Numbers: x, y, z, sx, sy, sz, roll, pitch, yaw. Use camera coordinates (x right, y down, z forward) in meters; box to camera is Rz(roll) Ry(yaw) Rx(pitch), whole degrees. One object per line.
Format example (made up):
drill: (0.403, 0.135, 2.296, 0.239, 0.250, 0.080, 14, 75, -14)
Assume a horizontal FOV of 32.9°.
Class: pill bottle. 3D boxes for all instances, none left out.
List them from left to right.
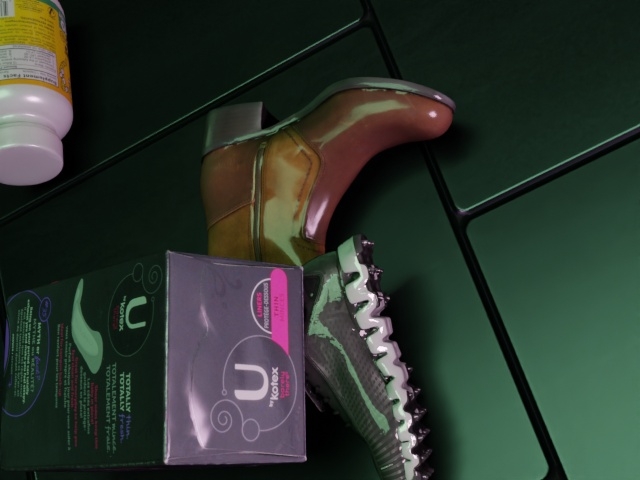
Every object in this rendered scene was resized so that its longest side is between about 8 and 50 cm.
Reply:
pill bottle: (-0.337, -0.172, 1.208, 0.117, 0.117, 0.208, -20, 63, 18)

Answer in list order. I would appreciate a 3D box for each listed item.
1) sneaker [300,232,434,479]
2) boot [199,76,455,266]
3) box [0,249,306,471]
sneaker: (0.025, 0.119, 0.922, 0.106, 0.078, 0.234, -18, 82, 11)
boot: (0.000, 0.000, 0.996, 0.264, 0.096, 0.281, -5, 73, 16)
box: (-0.149, 0.114, 0.930, 0.270, 0.143, 0.165, -14, 73, 47)
